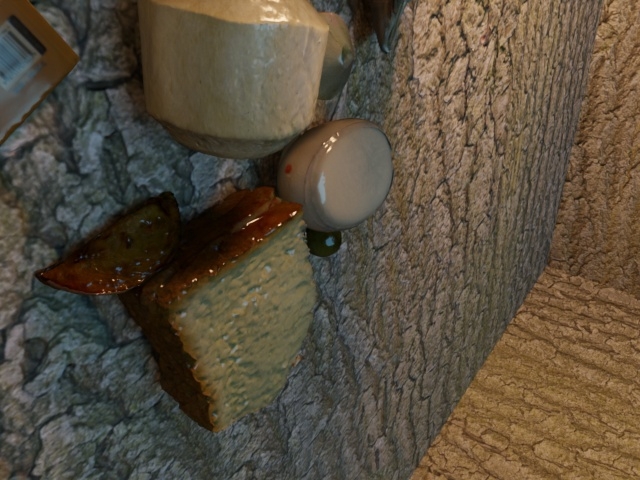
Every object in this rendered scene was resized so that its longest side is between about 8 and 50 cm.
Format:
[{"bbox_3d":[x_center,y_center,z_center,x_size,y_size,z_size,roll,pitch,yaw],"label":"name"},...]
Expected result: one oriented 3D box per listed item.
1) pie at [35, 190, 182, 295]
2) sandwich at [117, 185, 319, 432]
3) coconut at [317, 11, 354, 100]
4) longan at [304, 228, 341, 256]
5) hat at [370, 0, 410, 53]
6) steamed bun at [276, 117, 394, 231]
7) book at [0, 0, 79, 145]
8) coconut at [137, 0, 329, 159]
[{"bbox_3d":[-0.224,0.009,0.606,0.191,0.088,0.033,-43,168,-34],"label":"pie"},{"bbox_3d":[-0.129,0.112,0.766,0.262,0.131,0.325,-41,136,-37],"label":"sandwich"},{"bbox_3d":[-0.009,-0.261,0.720,0.116,0.122,0.116,-31,132,-42],"label":"coconut"},{"bbox_3d":[0.000,0.000,0.950,0.083,0.075,0.075,-36,162,31],"label":"longan"},{"bbox_3d":[0.143,-0.440,0.805,0.219,0.164,0.226,-40,142,-5],"label":"hat"},{"bbox_3d":[0.015,-0.107,0.839,0.228,0.131,0.177,-33,124,-39],"label":"steamed bun"},{"bbox_3d":[-0.349,-0.177,0.376,0.207,0.020,0.295,-56,145,-17],"label":"book"},{"bbox_3d":[-0.095,-0.212,0.563,0.202,0.202,0.221,-27,135,-45],"label":"coconut"}]
